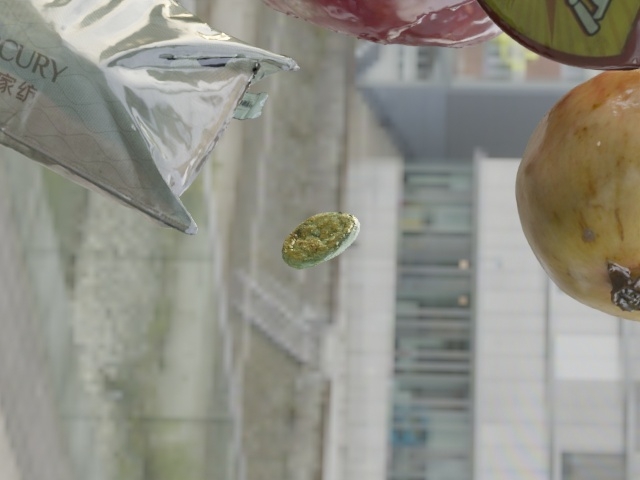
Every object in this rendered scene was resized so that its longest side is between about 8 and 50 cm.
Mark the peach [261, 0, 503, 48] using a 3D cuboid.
[{"bbox_3d":[0.092,-0.372,1.616,0.339,0.353,0.417,-140,-121,-71],"label":"peach"}]

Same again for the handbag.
[{"bbox_3d":[-0.159,-0.115,1.162,0.182,0.270,0.117,-59,171,-38],"label":"handbag"}]

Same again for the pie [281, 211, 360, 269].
[{"bbox_3d":[0.001,0.001,1.921,0.084,0.084,0.021,-83,151,-55],"label":"pie"}]

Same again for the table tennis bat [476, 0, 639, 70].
[{"bbox_3d":[0.176,-0.174,1.011,0.310,0.038,0.200,37,-63,41],"label":"table tennis bat"}]

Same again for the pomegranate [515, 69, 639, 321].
[{"bbox_3d":[0.230,-0.034,1.394,0.191,0.191,0.191,1,90,-86],"label":"pomegranate"}]
